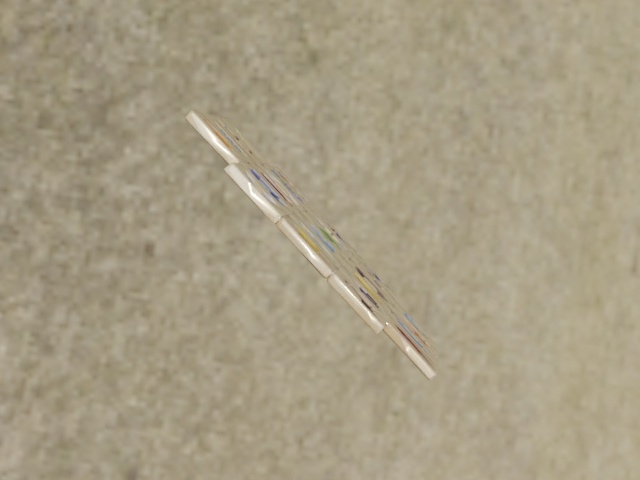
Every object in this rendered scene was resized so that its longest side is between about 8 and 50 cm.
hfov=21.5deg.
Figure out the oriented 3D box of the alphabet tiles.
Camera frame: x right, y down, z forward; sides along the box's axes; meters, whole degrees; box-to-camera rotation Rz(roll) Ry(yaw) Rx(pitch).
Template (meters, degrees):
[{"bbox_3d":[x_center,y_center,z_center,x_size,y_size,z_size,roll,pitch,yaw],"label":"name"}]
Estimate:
[{"bbox_3d":[0.000,0.000,1.435,0.011,0.285,0.342,-43,179,4],"label":"alphabet tiles"}]
